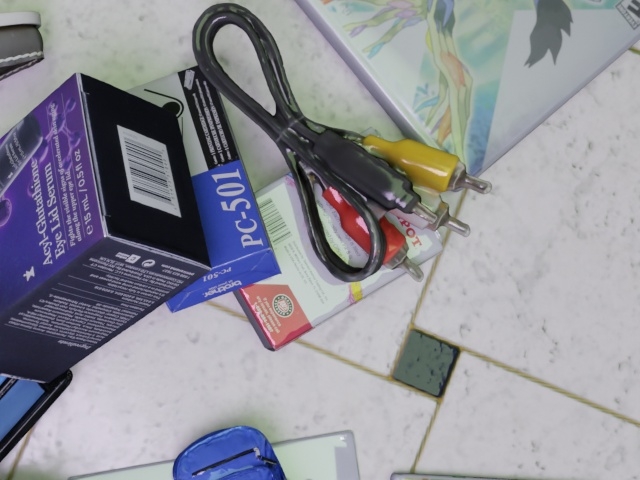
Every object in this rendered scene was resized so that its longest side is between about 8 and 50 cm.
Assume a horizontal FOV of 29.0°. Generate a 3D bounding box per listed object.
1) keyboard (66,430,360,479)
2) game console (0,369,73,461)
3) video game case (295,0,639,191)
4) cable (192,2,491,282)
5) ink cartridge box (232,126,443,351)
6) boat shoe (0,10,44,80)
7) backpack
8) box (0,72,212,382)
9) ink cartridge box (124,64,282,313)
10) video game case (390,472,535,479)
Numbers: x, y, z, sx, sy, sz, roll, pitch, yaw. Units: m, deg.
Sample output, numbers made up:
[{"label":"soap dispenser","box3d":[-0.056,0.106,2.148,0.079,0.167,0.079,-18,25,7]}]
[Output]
[{"label":"keyboard","box3d":[-0.090,0.223,1.089,0.256,0.014,0.072,-8,82,-9]},{"label":"game console","box3d":[-0.285,0.124,1.038,0.122,0.107,0.071,-49,122,-8]},{"label":"video game case","box3d":[0.133,-0.263,1.146,0.300,0.036,0.329,-40,92,-9]},{"label":"cable","box3d":[-0.005,-0.074,1.043,0.287,0.072,0.139,38,98,10]},{"label":"ink cartridge box","box3d":[0.000,0.000,1.087,0.175,0.072,0.127,-30,89,-10]},{"label":"boat shoe","box3d":[-0.365,-0.105,1.027,0.305,0.109,0.091,-22,89,-3]},{"label":"backpack","box3d":[-0.066,0.215,1.036,0.098,0.101,0.120,-19,80,-17]},{"label":"box","box3d":[-0.203,-0.003,0.966,0.207,0.108,0.153,-35,56,28]},{"label":"ink cartridge box","box3d":[-0.109,-0.048,1.034,0.097,0.046,0.207,-19,58,-1]},{"label":"video game case","box3d":[0.151,0.321,1.110,0.193,0.023,0.212,5,86,-8]}]
